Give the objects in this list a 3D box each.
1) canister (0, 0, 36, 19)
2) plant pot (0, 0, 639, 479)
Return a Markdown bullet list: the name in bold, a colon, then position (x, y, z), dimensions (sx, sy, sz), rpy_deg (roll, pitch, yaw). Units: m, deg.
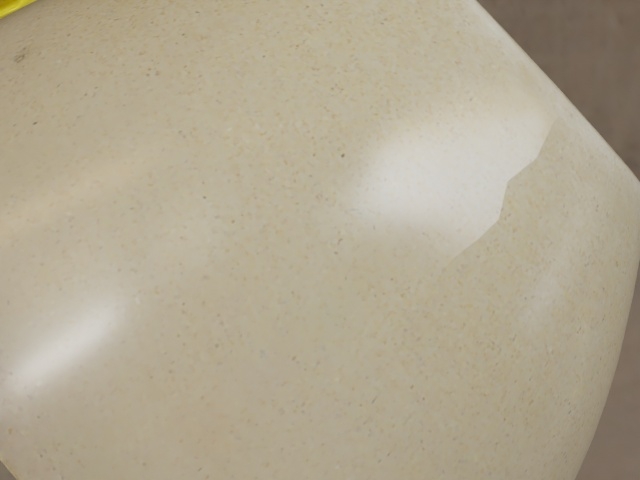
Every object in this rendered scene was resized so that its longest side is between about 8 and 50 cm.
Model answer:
- **canister**: position (-0.237, -0.219, 1.191), dimensions (0.073, 0.126, 0.170), rpy_deg (-21, 155, 5)
- **plant pot**: position (0.000, 0.000, 0.671), dimensions (0.191, 0.284, 0.284), rpy_deg (-43, 131, 6)
